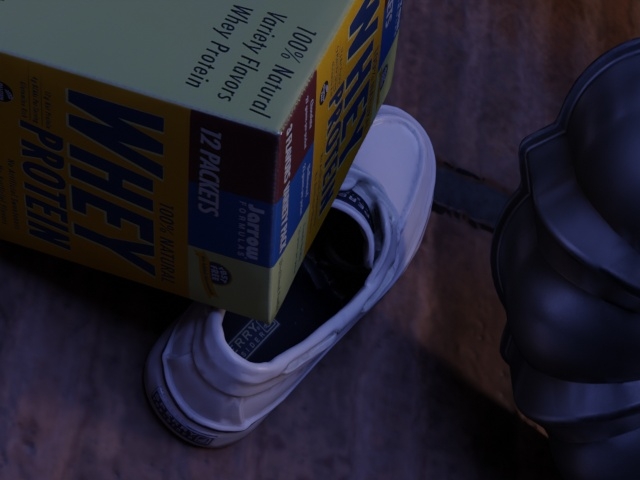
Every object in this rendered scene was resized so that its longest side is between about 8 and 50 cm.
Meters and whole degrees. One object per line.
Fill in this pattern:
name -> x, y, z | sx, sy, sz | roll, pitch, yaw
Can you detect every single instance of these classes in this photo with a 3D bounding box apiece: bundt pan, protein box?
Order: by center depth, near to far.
protein box -> -0.081, -0.096, 1.000 | 0.201, 0.136, 0.200 | 17, 48, 11
bundt pan -> 0.245, 0.043, 1.023 | 0.331, 0.331, 0.124 | 39, 23, -5

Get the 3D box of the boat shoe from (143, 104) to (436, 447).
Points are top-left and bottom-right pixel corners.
boat shoe -> 0.000, 0.000, 1.068 | 0.096, 0.088, 0.267 | 44, 48, 0
